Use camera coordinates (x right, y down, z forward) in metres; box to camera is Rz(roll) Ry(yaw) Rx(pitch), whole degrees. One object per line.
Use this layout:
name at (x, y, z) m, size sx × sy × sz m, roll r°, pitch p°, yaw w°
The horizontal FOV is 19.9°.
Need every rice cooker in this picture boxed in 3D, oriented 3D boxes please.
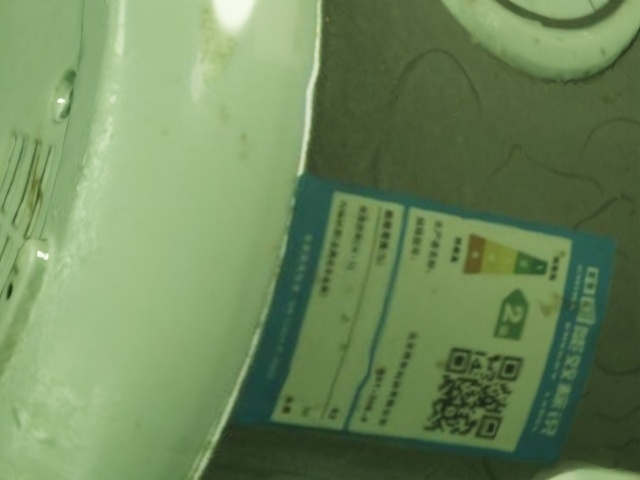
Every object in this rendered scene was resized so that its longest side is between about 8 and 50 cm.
rice cooker at (0.003, -0.001, 0.547) m, size 0.277 × 0.288 × 0.288 m, roll 15°, pitch 39°, yaw -32°
